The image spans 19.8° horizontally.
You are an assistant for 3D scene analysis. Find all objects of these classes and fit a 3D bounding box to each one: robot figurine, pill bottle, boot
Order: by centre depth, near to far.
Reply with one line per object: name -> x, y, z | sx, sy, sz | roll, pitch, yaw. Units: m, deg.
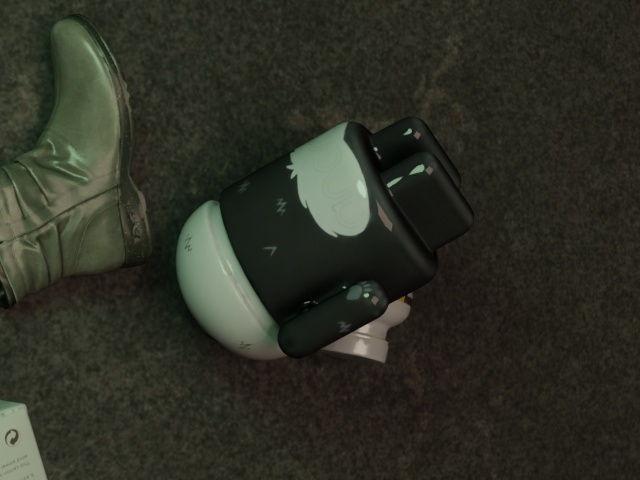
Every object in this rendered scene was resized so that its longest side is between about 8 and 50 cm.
boot -> -0.248, -0.071, 1.641 | 0.161, 0.083, 0.246 | -15, 98, -29
robot figurine -> 0.001, 0.000, 1.712 | 0.278, 0.209, 0.173 | -29, 88, 11
pill bottle -> 0.046, 0.026, 1.836 | 0.103, 0.103, 0.184 | 17, 81, -35

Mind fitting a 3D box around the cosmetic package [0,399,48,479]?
cosmetic package -> -0.295, 0.321, 1.537 | 0.155, 0.197, 0.365 | -21, 101, -34
